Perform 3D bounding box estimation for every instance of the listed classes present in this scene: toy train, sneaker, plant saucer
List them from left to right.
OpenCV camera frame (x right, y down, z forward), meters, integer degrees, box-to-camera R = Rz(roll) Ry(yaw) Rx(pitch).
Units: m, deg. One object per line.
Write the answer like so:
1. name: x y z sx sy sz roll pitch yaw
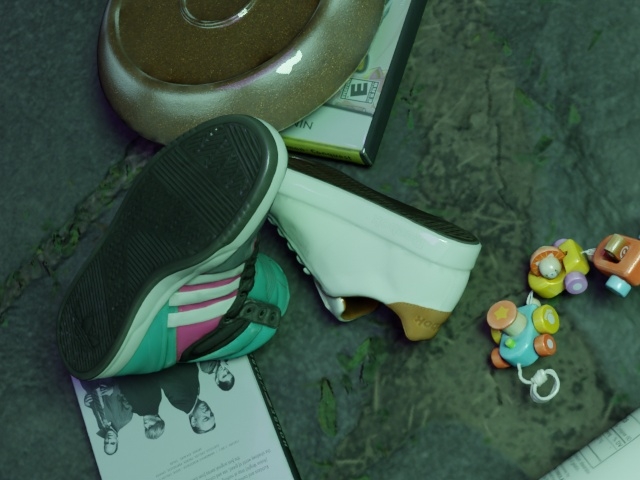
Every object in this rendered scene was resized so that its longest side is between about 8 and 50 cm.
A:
1. sneaker: -0.083 0.015 0.854 0.295 0.178 0.124 -46 62 30
2. plant saucer: -0.091 -0.233 0.974 0.310 0.050 0.311 -9 61 16
3. sneaker: 0.000 0.000 0.903 0.290 0.106 0.123 29 108 35
4. toy train: 0.200 0.046 0.817 0.166 0.046 0.125 -52 25 1

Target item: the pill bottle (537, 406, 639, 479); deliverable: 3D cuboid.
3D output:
1. pill bottle: 0.263 0.191 0.736 0.229 0.131 0.131 -37 65 5

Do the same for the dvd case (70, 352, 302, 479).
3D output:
1. dvd case: -0.130 0.179 0.929 0.179 0.029 0.239 -27 67 8

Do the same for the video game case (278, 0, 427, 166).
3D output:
1. video game case: -0.023 -0.225 1.013 0.248 0.035 0.275 13 75 22
